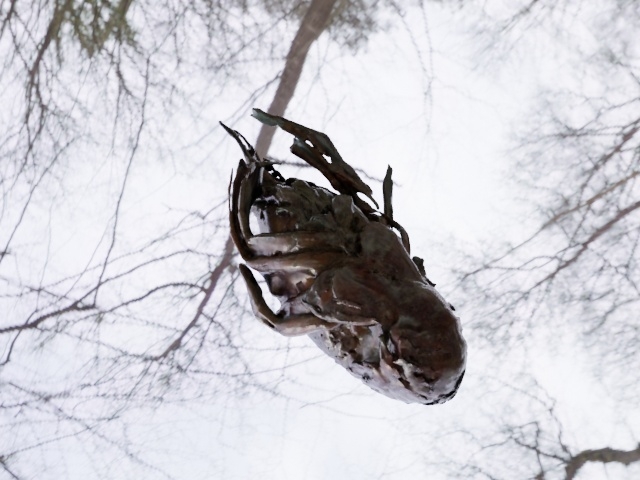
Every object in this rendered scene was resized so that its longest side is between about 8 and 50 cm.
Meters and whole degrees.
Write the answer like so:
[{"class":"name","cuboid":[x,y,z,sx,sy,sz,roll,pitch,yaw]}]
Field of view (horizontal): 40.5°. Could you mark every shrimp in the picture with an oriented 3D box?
[{"class":"shrimp","cuboid":[0.001,0.001,0.410,0.074,0.073,0.190,-5,-134,-36]}]
